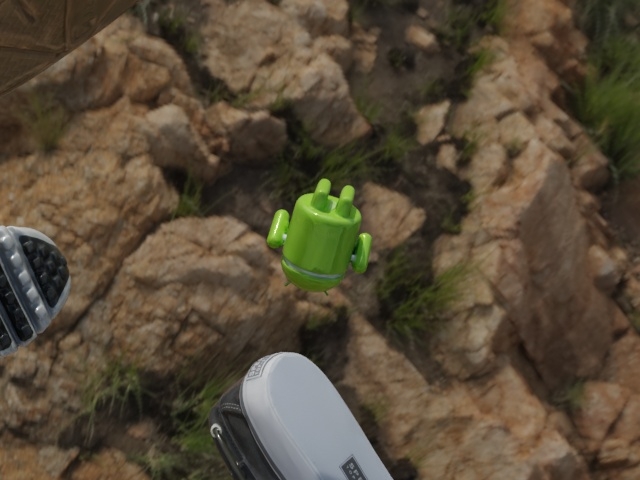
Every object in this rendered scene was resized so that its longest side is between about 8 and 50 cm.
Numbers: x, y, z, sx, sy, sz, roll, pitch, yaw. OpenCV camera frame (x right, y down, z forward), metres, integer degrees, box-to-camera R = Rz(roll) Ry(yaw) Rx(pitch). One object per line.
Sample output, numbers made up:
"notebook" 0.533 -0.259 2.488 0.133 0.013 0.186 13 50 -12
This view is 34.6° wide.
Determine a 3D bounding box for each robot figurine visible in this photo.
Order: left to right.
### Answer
"robot figurine" 0.000 0.000 1.001 0.101 0.115 0.067 15 23 -2

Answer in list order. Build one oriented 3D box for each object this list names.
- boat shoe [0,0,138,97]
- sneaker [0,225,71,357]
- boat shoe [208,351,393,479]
"boat shoe" -0.066 -0.153 0.380 0.092 0.103 0.285 48 65 0
"sneaker" -0.338 0.068 0.827 0.292 0.118 0.110 -29 107 -41
"boat shoe" 0.008 0.175 0.569 0.228 0.076 0.080 57 34 4
